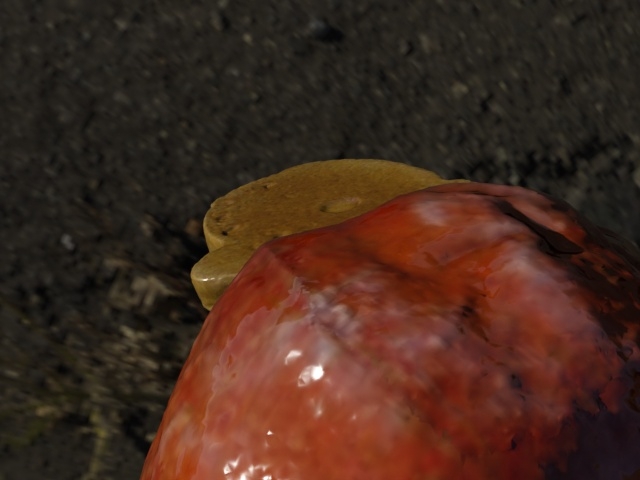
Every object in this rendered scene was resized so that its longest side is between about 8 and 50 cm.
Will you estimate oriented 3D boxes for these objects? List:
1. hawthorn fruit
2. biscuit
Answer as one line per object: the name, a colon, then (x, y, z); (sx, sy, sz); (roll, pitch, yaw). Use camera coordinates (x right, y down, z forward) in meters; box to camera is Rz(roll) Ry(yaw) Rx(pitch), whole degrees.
hawthorn fruit: (0.072, 0.107, 0.696); (0.272, 0.242, 0.242); (33, 90, 49)
biscuit: (0.001, 0.002, 1.943); (0.344, 0.287, 0.057); (12, 125, 50)
